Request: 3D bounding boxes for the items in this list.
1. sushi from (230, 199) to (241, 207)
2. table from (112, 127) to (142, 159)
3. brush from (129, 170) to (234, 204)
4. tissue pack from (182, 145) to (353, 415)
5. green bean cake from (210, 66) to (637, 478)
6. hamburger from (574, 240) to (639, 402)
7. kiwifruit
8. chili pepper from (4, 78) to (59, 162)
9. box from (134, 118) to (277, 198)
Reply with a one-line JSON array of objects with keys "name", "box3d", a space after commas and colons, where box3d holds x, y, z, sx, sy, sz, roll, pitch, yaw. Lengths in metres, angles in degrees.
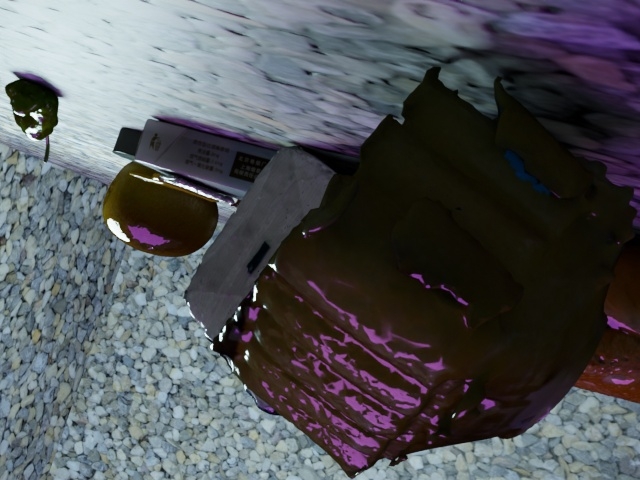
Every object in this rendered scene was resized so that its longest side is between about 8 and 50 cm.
[{"name": "sushi", "box3d": [-0.135, -0.070, 1.977, 0.060, 0.061, 0.118, 2, 170, 32]}, {"name": "table", "box3d": [-0.277, -0.145, 1.647, 0.133, 0.043, 0.133, 18, 177, 1]}, {"name": "brush", "box3d": [-0.225, -0.085, 1.463, 0.103, 0.013, 0.272, 21, 177, -31]}, {"name": "tissue pack", "box3d": [0.074, 0.083, 1.278, 0.416, 0.264, 0.253, 21, -163, -50]}, {"name": "green bean cake", "box3d": [0.100, 0.018, 0.693, 0.202, 0.285, 0.310, 41, 155, 5]}, {"name": "hamburger", "box3d": [0.311, 0.085, 1.080, 0.314, 0.170, 0.290, 18, 180, -11]}, {"name": "kiwifruit", "box3d": [-0.319, -0.062, 2.010, 0.234, 0.196, 0.196, 22, 176, -27]}, {"name": "chili pepper", "box3d": [-0.427, -0.192, 1.476, 0.072, 0.073, 0.204, 36, 165, 0]}, {"name": "box", "box3d": [-0.116, -0.096, 1.370, 0.243, 0.067, 0.155, 17, 175, 24]}]
